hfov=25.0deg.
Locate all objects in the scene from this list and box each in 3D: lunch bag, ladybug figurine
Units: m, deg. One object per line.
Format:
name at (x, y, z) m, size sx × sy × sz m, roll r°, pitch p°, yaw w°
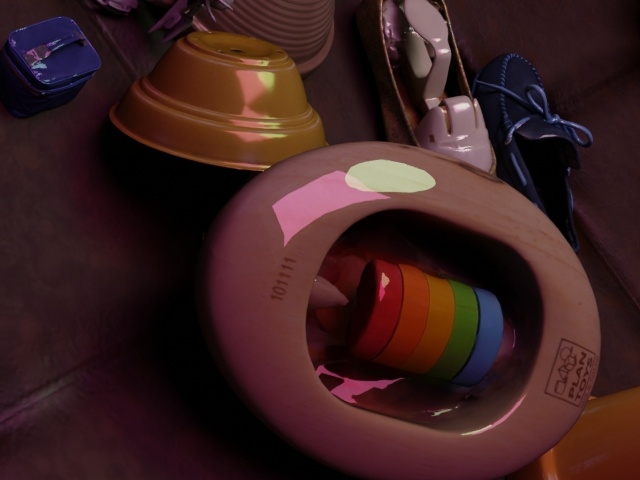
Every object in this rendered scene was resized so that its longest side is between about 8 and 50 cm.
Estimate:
lunch bag at (-0.253, -0.165, 1.349) m, size 0.067 × 0.065 × 0.098 m, roll 54°, pitch 42°, yaw 3°
ladybug figurine at (0.070, 0.071, 1.350) m, size 0.449 × 0.162 × 0.305 m, roll 22°, pitch 83°, yaw -29°

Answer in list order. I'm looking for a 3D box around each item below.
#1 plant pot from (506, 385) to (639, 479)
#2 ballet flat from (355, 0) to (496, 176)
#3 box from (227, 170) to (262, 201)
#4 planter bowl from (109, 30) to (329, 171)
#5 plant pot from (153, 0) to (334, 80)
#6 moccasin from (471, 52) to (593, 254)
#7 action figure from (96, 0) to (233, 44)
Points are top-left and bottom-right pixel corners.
plant pot at (0.328, 0.234, 1.478) m, size 0.205 × 0.188 × 0.205 m, roll 22°, pitch 49°, yaw -28°
ballet flat at (0.128, -0.159, 1.636) m, size 0.123 × 0.123 × 0.348 m, roll 4°, pitch 59°, yaw -40°
box at (0.000, 0.000, 1.473) m, size 0.207 × 0.036 × 0.114 m, roll 37°, pitch 43°, yaw -15°
planter bowl at (-0.087, -0.144, 1.374) m, size 0.217 × 0.090 × 0.217 m, roll 10°, pitch 20°, yaw -4°
plant pot at (-0.065, -0.291, 1.570) m, size 0.237 × 0.110 × 0.237 m, roll 22°, pitch 50°, yaw -29°
moccasin at (0.262, -0.089, 1.704) m, size 0.138 × 0.117 × 0.342 m, roll 18°, pitch 51°, yaw -31°
action figure at (-0.174, -0.325, 1.468) m, size 0.285 × 0.185 × 0.099 m, roll 50°, pitch 8°, yaw 21°
